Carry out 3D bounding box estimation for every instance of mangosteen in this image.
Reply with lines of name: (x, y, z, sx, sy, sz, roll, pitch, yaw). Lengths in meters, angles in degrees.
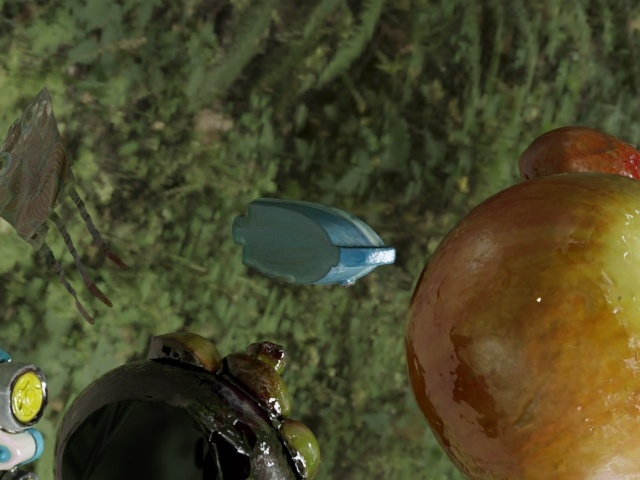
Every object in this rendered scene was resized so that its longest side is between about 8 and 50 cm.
mangosteen: (-0.137, 0.223, 1.319, 0.233, 0.288, 0.287, 31, 77, -66)

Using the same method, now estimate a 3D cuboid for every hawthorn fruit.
hawthorn fruit: (0.267, -0.050, 1.263, 0.133, 0.138, 0.132, 0, 90, -73)

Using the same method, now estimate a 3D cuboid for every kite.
kite: (-0.228, -0.029, 1.081, 0.016, 0.229, 0.127, 5, 125, -45)

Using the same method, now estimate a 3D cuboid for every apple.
apple: (0.203, 0.084, 0.965, 0.286, 0.286, 0.233, -35, 175, -46)

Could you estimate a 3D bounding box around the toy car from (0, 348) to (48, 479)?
toy car: (-0.271, 0.153, 0.894, 0.098, 0.126, 0.161, -15, 108, -64)

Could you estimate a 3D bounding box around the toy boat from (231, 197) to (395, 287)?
toy boat: (0.000, 0.000, 1.398, 0.102, 0.215, 0.088, -5, 102, -42)
